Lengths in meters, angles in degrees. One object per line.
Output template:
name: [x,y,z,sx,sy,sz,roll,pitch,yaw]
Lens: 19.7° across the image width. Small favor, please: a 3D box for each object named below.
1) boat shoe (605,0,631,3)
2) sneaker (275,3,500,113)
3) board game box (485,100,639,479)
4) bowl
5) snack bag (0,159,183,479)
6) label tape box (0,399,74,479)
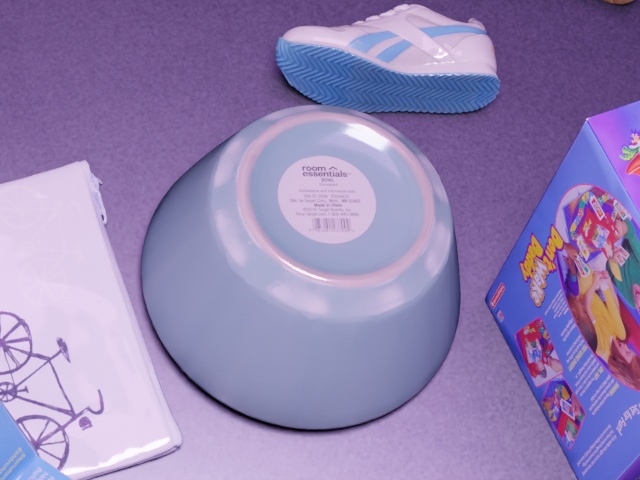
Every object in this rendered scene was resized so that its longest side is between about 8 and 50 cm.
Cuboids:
boat shoe: [0.235,-0.359,1.961,0.277,0.098,0.096,32,62,-3]
sneaker: [0.064,-0.187,1.853,0.229,0.087,0.092,5,55,-15]
board game box: [0.267,0.064,1.606,0.078,0.347,0.233,-19,69,-19]
bowl: [0.000,0.000,1.687,0.312,0.163,0.311,6,61,-11]
snack bag: [-0.321,0.099,1.663,0.342,0.037,0.323,-14,66,-16]
label tape box: [-0.396,0.190,1.524,0.348,0.115,0.249,34,66,11]
